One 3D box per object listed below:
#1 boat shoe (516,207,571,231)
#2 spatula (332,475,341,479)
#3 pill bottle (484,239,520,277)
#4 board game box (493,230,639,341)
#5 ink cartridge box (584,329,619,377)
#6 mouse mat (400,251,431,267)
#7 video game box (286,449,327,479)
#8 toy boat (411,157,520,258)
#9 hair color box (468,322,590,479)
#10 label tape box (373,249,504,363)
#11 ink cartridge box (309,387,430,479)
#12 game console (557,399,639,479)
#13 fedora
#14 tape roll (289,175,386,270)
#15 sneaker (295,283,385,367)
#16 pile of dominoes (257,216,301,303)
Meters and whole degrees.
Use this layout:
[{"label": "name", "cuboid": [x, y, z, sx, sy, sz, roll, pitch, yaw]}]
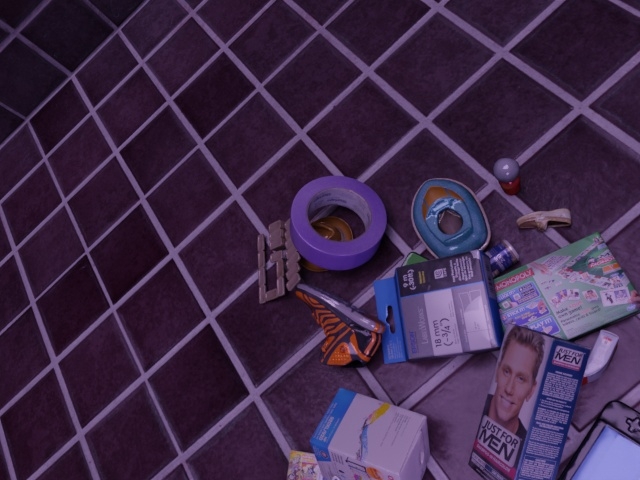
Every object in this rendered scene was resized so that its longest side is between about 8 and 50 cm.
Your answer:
[{"label": "boat shoe", "cuboid": [0.582, -0.049, 1.433, 0.135, 0.050, 0.045, -12, 60, 21]}, {"label": "spatula", "cuboid": [0.069, 0.697, 1.332, 0.168, 0.019, 0.242, -44, 94, 9]}, {"label": "pill bottle", "cuboid": [0.454, 0.057, 1.442, 0.120, 0.067, 0.067, -37, 59, 9]}, {"label": "board game box", "cuboid": [0.587, 0.141, 1.358, 0.317, 0.046, 0.214, -27, 60, 14]}, {"label": "ink cartridge box", "cuboid": [0.610, 0.298, 1.226, 0.045, 0.145, 0.179, 20, 81, 31]}, {"label": "mouse mat", "cuboid": [0.291, 0.130, 1.528, 0.189, 0.007, 0.153, 29, 85, 30]}, {"label": "video game box", "cuboid": [0.004, 0.658, 1.434, 0.205, 0.048, 0.187, 0, 73, 25]}, {"label": "toy boat", "cuboid": [0.396, -0.102, 1.486, 0.318, 0.148, 0.268, -34, 59, 11]}, {"label": "hair color box", "cuboid": [0.453, 0.373, 1.212, 0.105, 0.174, 0.348, 17, 88, -14]}, {"label": "label tape box", "cuboid": [0.280, 0.181, 1.416, 0.333, 0.106, 0.241, -15, 72, 27]}, {"label": "ink cartridge box", "cuboid": [0.127, 0.502, 1.331, 0.232, 0.171, 0.168, 10, 42, 29]}, {"label": "game console", "cuboid": [0.640, 0.506, 1.115, 0.250, 0.173, 0.293, 33, 86, 31]}, {"label": "fedora", "cuboid": [0.000, 0.000, 1.677, 0.194, 0.079, 0.195, -9, 67, 22]}, {"label": "tape roll", "cuboid": [0.049, -0.054, 1.595, 0.274, 0.090, 0.275, 3, 59, -5]}, {"label": "sneaker", "cuboid": [0.020, 0.248, 1.546, 0.321, 0.124, 0.180, 27, 95, 42]}, {"label": "pile of dominoes", "cuboid": [-0.120, 0.058, 1.724, 0.196, 0.040, 0.251, -23, 62, 40]}]
